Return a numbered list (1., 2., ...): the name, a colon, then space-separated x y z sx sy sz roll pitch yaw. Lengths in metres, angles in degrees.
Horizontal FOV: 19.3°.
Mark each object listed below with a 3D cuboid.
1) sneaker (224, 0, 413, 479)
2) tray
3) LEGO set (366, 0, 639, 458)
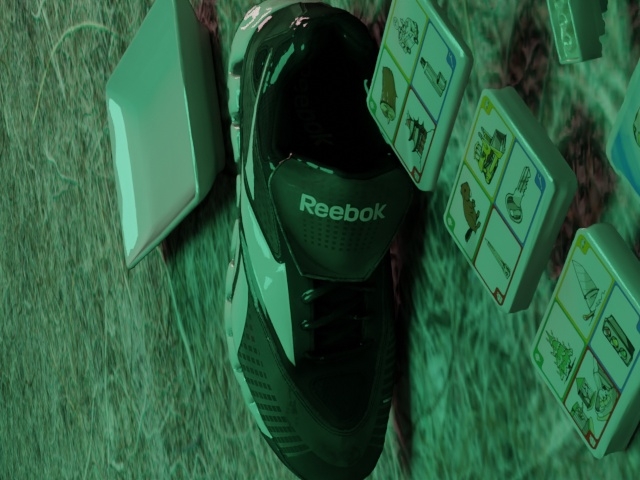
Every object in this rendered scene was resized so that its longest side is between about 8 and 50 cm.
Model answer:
1. sneaker: 0.000 0.000 0.854 0.106 0.078 0.234 178 89 -76
2. tray: -0.106 -0.072 1.283 0.270 0.030 0.145 145 117 -71
3. LEGO set: 0.093 -0.070 0.616 0.182 0.060 0.244 59 153 32
